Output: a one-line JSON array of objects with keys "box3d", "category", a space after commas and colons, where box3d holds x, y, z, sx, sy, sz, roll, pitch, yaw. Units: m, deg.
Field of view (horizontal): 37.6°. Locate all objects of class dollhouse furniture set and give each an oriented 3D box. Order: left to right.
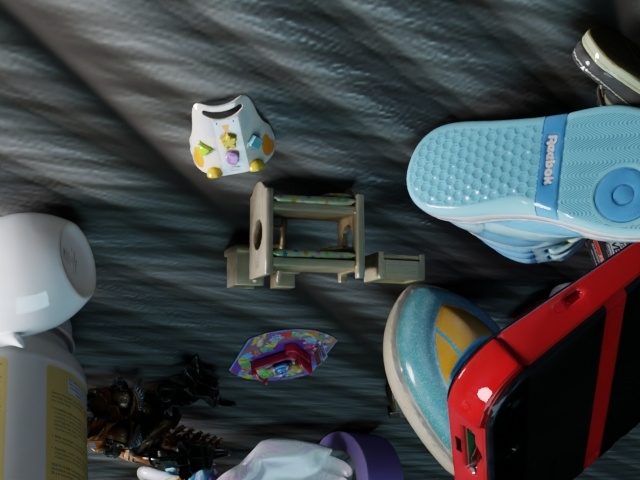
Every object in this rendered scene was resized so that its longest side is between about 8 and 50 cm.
[{"box3d": [0.000, 0.000, 1.064, 0.182, 0.101, 0.161, 3, 171, -21], "category": "dollhouse furniture set"}]

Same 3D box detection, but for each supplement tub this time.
[{"box3d": [-0.393, 0.251, 1.096, 0.241, 0.331, 0.241, -7, 148, -4], "category": "supplement tub"}]

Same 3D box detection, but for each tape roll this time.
[{"box3d": [0.058, 0.433, 1.652, 0.080, 0.188, 0.189, 14, 141, -32], "category": "tape roll"}]

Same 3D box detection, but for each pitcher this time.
[{"box3d": [-0.340, 0.068, 0.963, 0.207, 0.177, 0.125, -15, 159, 9], "category": "pitcher"}]

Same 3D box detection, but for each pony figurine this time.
[{"box3d": [-0.164, 0.467, 1.589, 0.351, 0.302, 0.363, 23, 155, -16], "category": "pony figurine"}]

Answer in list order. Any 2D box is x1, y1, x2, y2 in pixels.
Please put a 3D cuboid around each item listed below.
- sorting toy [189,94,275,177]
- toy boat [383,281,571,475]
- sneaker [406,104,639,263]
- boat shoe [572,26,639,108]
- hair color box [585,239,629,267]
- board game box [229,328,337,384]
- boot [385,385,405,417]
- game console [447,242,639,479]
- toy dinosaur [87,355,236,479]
[{"box3d": [-0.089, -0.103, 0.897, 0.083, 0.044, 0.075, -10, 129, 1], "category": "sorting toy"}, {"box3d": [0.233, 0.147, 1.240, 0.318, 0.267, 0.148, -26, 171, -37], "category": "toy boat"}, {"box3d": [0.269, -0.042, 0.945, 0.319, 0.127, 0.208, 10, 169, 38], "category": "sneaker"}, {"box3d": [0.306, -0.134, 0.909, 0.224, 0.080, 0.073, 15, 136, -41], "category": "boat shoe"}, {"box3d": [0.412, 0.008, 1.174, 0.141, 0.071, 0.043, -28, 144, 26], "category": "hair color box"}, {"box3d": [-0.054, 0.181, 1.363, 0.133, 0.033, 0.168, 4, 145, -22], "category": "board game box"}, {"box3d": [0.153, 0.258, 1.544, 0.087, 0.042, 0.118, -14, 150, -5], "category": "boot"}, {"box3d": [0.291, 0.162, 1.062, 0.342, 0.060, 0.386, -35, 144, -17], "category": "game console"}, {"box3d": [-0.251, 0.263, 1.378, 0.219, 0.164, 0.322, -12, 175, 31], "category": "toy dinosaur"}]
